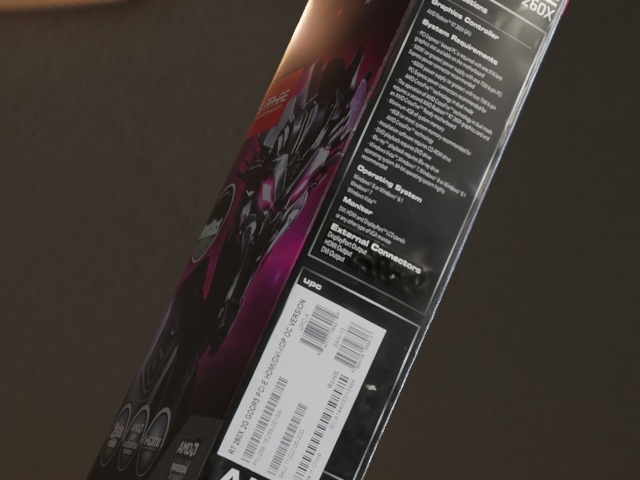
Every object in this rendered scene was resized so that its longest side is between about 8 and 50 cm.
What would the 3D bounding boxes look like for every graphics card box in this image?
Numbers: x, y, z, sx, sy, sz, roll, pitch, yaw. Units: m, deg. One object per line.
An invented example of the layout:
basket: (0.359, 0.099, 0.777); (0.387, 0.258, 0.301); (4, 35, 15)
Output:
graphics card box: (0.000, 0.000, 0.992); (0.094, 0.371, 0.233); (27, -11, -17)
